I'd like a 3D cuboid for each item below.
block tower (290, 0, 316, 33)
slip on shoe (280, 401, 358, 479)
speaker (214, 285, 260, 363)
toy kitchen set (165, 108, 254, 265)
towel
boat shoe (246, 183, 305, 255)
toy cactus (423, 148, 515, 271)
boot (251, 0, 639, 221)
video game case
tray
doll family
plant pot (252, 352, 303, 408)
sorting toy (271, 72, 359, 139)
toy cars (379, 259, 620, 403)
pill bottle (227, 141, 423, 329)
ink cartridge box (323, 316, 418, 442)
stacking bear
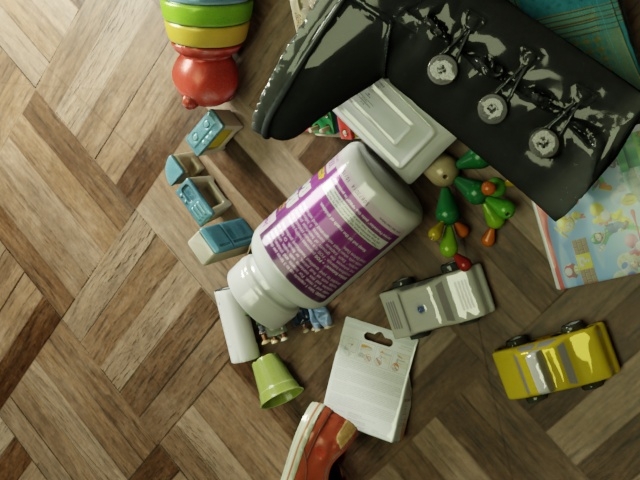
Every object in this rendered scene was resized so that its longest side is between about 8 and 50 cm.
[{"bbox_3d":[0.119,-0.369,1.566,0.335,0.097,0.091,-9,96,32],"label":"block tower"},{"bbox_3d":[-0.010,0.422,1.794,0.101,0.123,0.331,22,123,12],"label":"slip on shoe"},{"bbox_3d":[-0.149,0.149,1.876,0.055,0.055,0.136,-11,94,34],"label":"speaker"},{"bbox_3d":[-0.175,-0.095,1.798,0.166,0.122,0.207,-44,76,32],"label":"toy kitchen set"},{"bbox_3d":[0.252,-0.271,1.470,0.370,0.040,0.271,-5,125,35],"label":"towel"},{"bbox_3d":[-0.060,-0.022,1.772,0.066,0.066,0.183,46,121,16],"label":"boat shoe"},{"bbox_3d":[0.208,-0.079,1.572,0.180,0.112,0.219,38,125,26],"label":"toy cactus"},{"bbox_3d":[0.166,-0.175,1.436,0.445,0.146,0.367,33,124,-1],"label":"boot"},{"bbox_3d":[0.438,-0.055,1.469,0.285,0.025,0.204,-15,92,35],"label":"video game case"},{"bbox_3d":[0.073,-0.212,1.551,0.270,0.030,0.145,45,130,1],"label":"tray"},{"bbox_3d":[-0.054,0.110,1.794,0.193,0.076,0.111,-17,91,20],"label":"doll family"},{"bbox_3d":[-0.083,0.244,1.848,0.083,0.083,0.079,-40,66,33],"label":"plant pot"},{"bbox_3d":[0.013,-0.222,1.651,0.274,0.046,0.132,10,119,43],"label":"sorting toy"},{"bbox_3d":[0.252,0.143,1.595,0.394,0.087,0.176,27,113,26],"label":"toy cars"},{"bbox_3d":[0.000,0.000,1.641,0.301,0.169,0.169,-42,77,17],"label":"pill bottle"},{"bbox_3d":[0.088,0.232,1.762,0.145,0.045,0.179,15,90,30],"label":"ink cartridge box"},{"bbox_3d":[-0.192,-0.363,1.737,0.164,0.175,0.289,21,121,35],"label":"stacking bear"}]
